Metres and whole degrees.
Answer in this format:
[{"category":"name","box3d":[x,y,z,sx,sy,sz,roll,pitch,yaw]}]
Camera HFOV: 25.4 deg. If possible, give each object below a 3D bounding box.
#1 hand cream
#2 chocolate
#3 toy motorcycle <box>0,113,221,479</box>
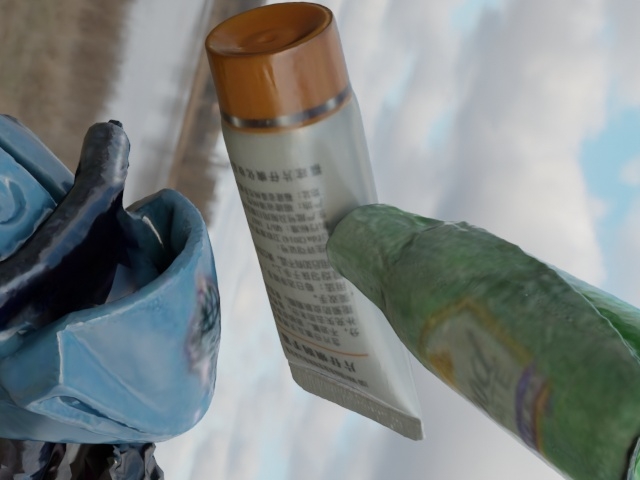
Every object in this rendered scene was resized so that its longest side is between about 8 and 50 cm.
[{"category":"hand cream","box3d":[0.000,0.000,0.964,0.089,0.139,0.314,-32,128,-34]},{"category":"chocolate","box3d":[0.106,0.051,0.805,0.291,0.110,0.110,33,-68,48]},{"category":"toy motorcycle","box3d":[-0.196,-0.020,0.607,0.232,0.416,0.172,-34,-166,38]}]
